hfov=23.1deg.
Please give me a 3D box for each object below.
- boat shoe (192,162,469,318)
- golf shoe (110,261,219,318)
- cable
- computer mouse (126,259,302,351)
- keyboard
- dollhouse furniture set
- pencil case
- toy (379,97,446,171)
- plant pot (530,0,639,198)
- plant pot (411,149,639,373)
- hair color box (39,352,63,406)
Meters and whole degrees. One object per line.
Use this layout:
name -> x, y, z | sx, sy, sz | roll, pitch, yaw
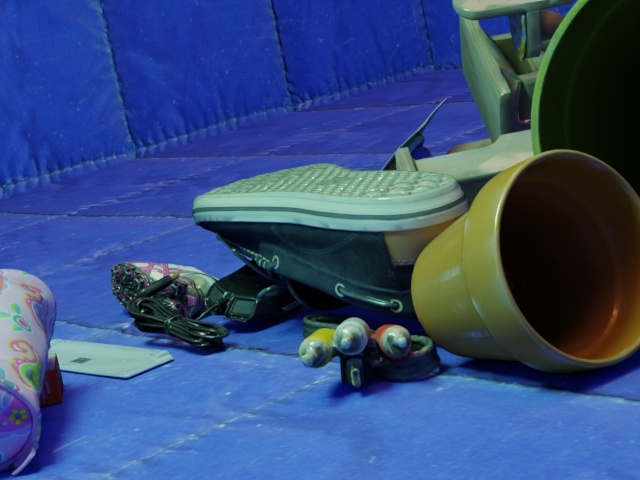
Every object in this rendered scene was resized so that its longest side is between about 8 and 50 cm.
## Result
boat shoe -> 0.000, 0.000, 1.811 | 0.186, 0.156, 0.500 | -18, 14, -30
golf shoe -> -0.201, 0.064, 2.066 | 0.186, 0.067, 0.086 | 12, 18, 42
cable -> 0.045, 0.093, 1.639 | 0.139, 0.072, 0.287 | -7, 11, -1
computer mouse -> -0.110, 0.068, 1.938 | 0.184, 0.060, 0.262 | 13, 34, 38
keyboard -> -0.280, 0.143, 1.888 | 0.072, 0.014, 0.256 | -27, 18, -38
dollhouse furniture set -> 0.200, -0.148, 2.015 | 0.256, 0.362, 0.394 | -11, 41, -3
pencil case -> -0.336, 0.133, 1.612 | 0.124, 0.124, 0.284 | -12, 24, -2
toy -> 0.115, -0.088, 2.257 | 0.137, 0.056, 0.237 | -48, -2, -40
plant pot -> 0.465, -0.132, 1.733 | 0.366, 0.366, 0.353 | -6, 1, 28
plant pot -> 0.192, 0.035, 1.516 | 0.205, 0.205, 0.188 | -19, -2, -35
hair color box -> -0.361, 0.168, 1.754 | 0.141, 0.043, 0.072 | -12, 12, -6
